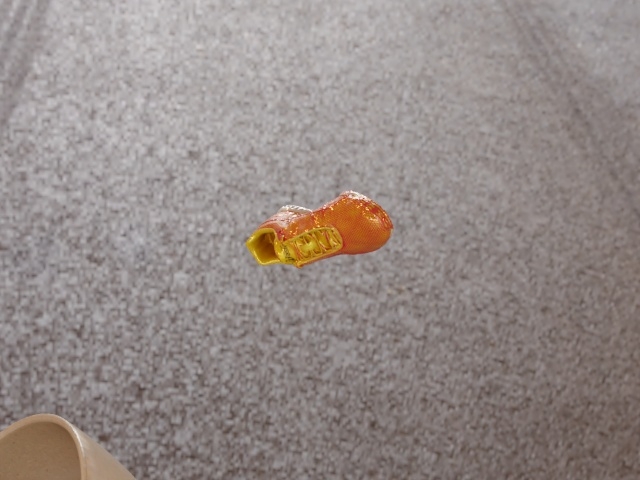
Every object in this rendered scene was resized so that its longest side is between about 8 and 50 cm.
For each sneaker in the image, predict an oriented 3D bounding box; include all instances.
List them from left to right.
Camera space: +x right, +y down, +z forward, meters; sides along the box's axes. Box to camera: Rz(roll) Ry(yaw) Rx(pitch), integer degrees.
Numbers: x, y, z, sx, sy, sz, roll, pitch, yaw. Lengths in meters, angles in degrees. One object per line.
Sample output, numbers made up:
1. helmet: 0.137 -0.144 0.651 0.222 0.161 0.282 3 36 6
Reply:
1. sneaker: 0.000 0.000 0.976 0.067 0.064 0.175 -45 18 -33

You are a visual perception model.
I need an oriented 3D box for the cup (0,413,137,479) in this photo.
1. cup: -0.259 0.380 1.127 0.237 0.331 0.331 36 20 -32
